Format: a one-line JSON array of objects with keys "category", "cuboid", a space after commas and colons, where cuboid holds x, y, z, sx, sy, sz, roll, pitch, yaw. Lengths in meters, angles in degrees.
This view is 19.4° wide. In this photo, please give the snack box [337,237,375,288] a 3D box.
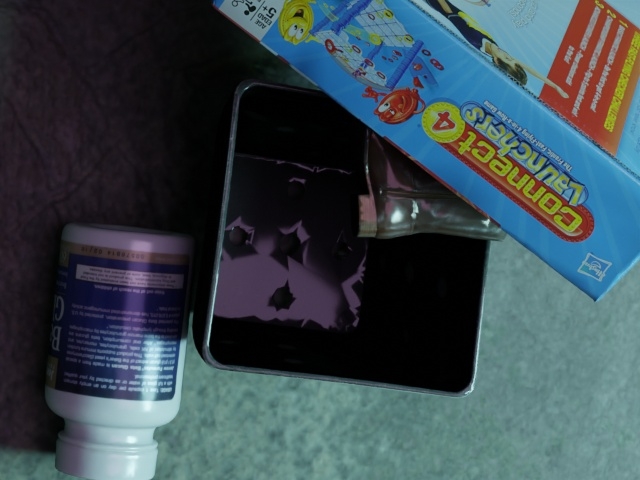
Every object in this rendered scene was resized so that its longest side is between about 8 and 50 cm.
[{"category": "snack box", "cuboid": [0.098, -0.017, 1.434, 0.178, 0.022, 0.064, -38, 108, -18]}]

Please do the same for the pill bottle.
[{"category": "pill bottle", "cuboid": [-0.139, 0.076, 1.287, 0.094, 0.094, 0.169, 5, 92, -26]}]

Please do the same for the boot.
[{"category": "boot", "cuboid": [0.077, -0.051, 1.213, 0.114, 0.037, 0.106, -1, 102, -14]}]

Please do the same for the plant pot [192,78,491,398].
[{"category": "plant pot", "cuboid": [0.000, 0.000, 1.295, 0.187, 0.167, 0.188, 8, 88, -17]}]

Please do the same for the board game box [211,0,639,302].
[{"category": "board game box", "cuboid": [0.113, -0.146, 1.241, 0.302, 0.308, 0.086, 38, 121, -4]}]
